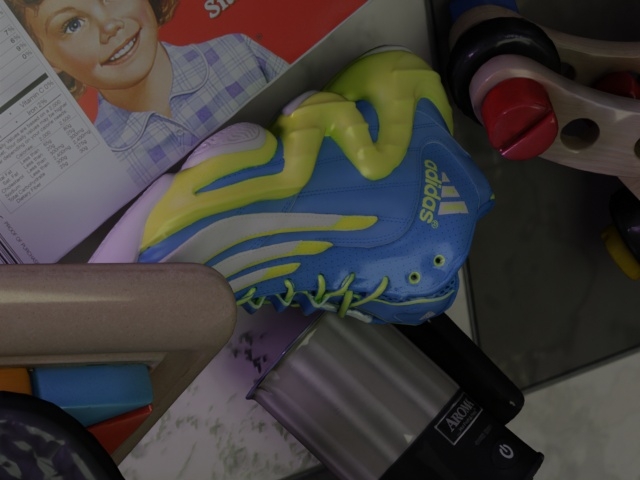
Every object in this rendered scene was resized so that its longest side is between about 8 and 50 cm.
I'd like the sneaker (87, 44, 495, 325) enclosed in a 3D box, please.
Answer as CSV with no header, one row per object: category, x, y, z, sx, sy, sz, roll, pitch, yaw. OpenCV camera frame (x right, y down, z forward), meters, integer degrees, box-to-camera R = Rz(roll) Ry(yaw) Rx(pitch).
sneaker,0.000,0.000,0.787,0.240,0.091,0.126,-37,84,-34

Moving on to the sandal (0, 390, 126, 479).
sandal,-0.145,0.252,0.745,0.167,0.107,0.446,-1,115,-3

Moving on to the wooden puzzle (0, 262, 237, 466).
wooden puzzle,-0.172,0.089,0.721,0.221,0.239,0.044,0,58,-27

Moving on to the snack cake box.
snack cake box,-0.117,-0.100,0.757,0.264,0.089,0.152,-40,115,-14

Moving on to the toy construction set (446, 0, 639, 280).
toy construction set,0.240,-0.063,0.847,0.257,0.309,0.237,-42,123,-3

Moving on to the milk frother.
milk frother,0.027,0.111,0.885,0.135,0.129,0.143,43,113,5
